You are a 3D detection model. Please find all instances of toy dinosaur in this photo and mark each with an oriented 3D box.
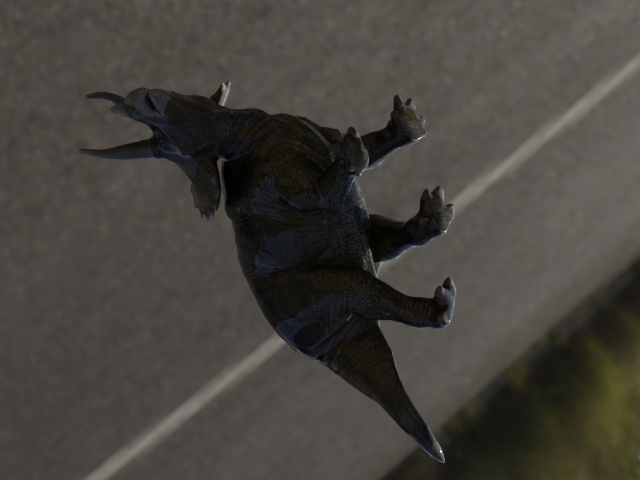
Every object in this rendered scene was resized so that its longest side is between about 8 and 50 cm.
[{"bbox_3d":[0.000,0.000,1.284,0.160,0.313,0.121,-17,-156,37],"label":"toy dinosaur"}]

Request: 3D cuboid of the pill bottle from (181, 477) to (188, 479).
[{"bbox_3d":[-0.092,0.170,1.079,0.083,0.043,0.043,-45,170,-10],"label":"pill bottle"}]
